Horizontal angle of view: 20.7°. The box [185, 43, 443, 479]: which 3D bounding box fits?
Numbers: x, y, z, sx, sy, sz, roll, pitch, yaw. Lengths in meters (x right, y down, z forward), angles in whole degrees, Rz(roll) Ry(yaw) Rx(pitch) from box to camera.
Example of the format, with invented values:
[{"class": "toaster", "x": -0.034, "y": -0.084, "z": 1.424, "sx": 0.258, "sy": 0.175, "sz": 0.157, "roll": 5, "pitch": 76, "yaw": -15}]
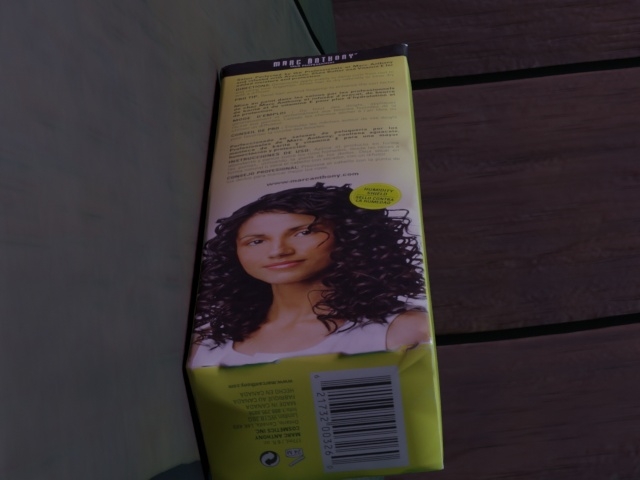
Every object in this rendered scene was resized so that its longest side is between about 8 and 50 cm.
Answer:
[{"class": "box", "x": 0.000, "y": 0.000, "z": 0.682, "sx": 0.232, "sy": 0.087, "sz": 0.058, "roll": -92, "pitch": 174, "yaw": -59}]
